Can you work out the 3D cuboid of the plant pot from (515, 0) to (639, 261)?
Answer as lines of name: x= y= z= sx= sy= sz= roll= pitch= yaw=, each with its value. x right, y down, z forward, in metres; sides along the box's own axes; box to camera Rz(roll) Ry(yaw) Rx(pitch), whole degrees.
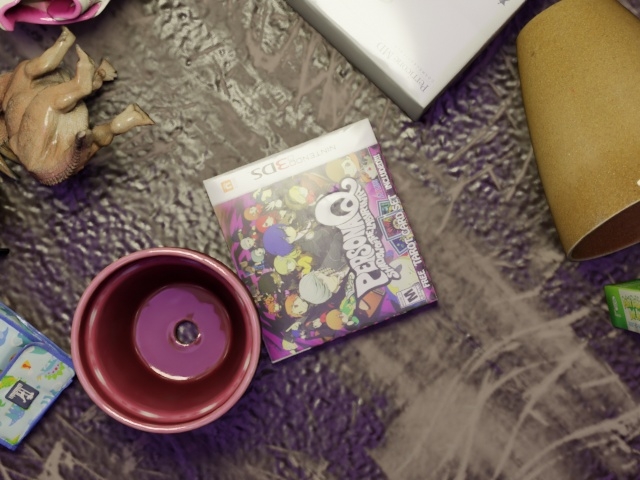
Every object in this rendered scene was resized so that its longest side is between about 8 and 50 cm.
plant pot: x=0.328 y=-0.143 z=1.415 sx=0.237 sy=0.237 sz=0.254 roll=-24 pitch=75 yaw=0

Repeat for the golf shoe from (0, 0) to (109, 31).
golf shoe: x=-0.257 y=-0.294 z=1.406 sx=0.306 sy=0.115 sz=0.140 roll=-17 pitch=55 yaw=-32

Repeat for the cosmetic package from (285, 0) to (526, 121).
cosmetic package: x=0.107 y=-0.296 z=1.448 sx=0.224 sy=0.138 sz=0.224 roll=43 pitch=91 yaw=1

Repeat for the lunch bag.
lunch bag: x=-0.374 y=0.151 z=1.466 sx=0.151 sy=0.096 sz=0.129 roll=39 pitch=87 yaw=-11

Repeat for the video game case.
video game case: x=0.000 y=0.000 z=1.488 sx=0.210 sy=0.042 sz=0.232 roll=-20 pitch=89 yaw=1

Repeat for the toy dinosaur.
toy dinosaur: x=-0.312 y=-0.125 z=1.412 sx=0.200 sy=0.295 sz=0.127 roll=-43 pitch=132 yaw=2

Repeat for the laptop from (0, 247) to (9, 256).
laptop: x=-0.498 y=-0.056 z=1.396 sx=0.264 sy=0.234 sz=0.136 roll=3 pitch=89 yaw=1

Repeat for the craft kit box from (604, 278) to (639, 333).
craft kit box: x=0.458 y=0.051 z=1.381 sx=0.246 sy=0.250 sz=0.061 roll=-10 pitch=90 yaw=1

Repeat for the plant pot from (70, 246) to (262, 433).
plant pot: x=-0.163 y=0.107 z=1.417 sx=0.201 sy=0.180 sz=0.201 roll=0 pitch=89 yaw=0
